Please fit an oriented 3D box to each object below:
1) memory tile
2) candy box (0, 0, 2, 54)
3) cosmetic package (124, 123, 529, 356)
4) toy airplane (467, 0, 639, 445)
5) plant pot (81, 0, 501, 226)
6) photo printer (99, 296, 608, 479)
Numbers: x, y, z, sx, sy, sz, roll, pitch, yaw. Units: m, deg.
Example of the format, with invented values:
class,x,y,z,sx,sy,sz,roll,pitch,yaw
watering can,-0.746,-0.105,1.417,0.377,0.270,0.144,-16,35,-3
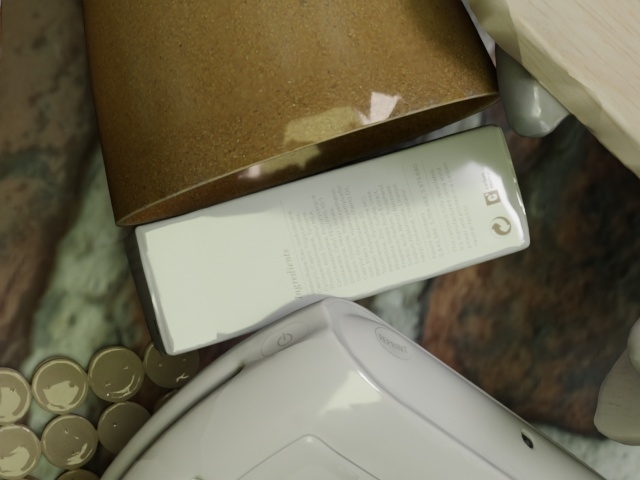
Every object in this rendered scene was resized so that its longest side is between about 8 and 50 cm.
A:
class,x,y,z,sx,sy,sz,roll,pitch,yaw
memory tile,-0.145,0.125,1.086,0.148,0.012,0.113,-11,101,-11
candy box,-0.219,-0.208,0.930,0.087,0.183,0.316,0,99,-12
cosmetic package,0.000,0.000,1.040,0.231,0.117,0.085,-15,90,-11
toy airplane,0.252,-0.052,0.998,0.384,0.272,0.386,-22,114,-28
plant pot,-0.046,-0.163,0.969,0.237,0.237,0.254,-19,89,-9
photo printer,0.018,0.184,1.024,0.307,0.107,0.256,35,112,-28
